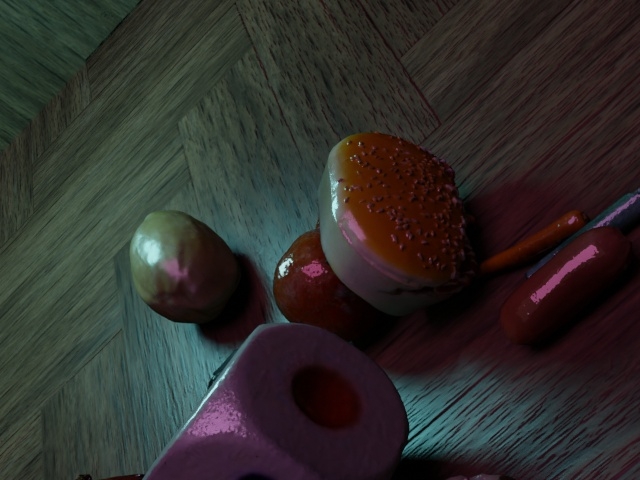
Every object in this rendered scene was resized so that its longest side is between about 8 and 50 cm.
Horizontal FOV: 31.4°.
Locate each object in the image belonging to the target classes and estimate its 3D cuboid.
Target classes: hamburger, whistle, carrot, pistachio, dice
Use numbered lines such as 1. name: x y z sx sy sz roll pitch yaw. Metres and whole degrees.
1. hamburger: 0.106 -0.035 1.595 0.151 0.227 0.295 -45 34 35
2. whistle: 0.342 -0.001 1.439 0.186 0.039 0.039 -40 34 18
3. carrot: 0.275 0.011 1.513 0.190 0.037 0.037 -30 39 34
4. pistachio: -0.244 0.048 2.021 0.181 0.162 0.293 -28 31 -11
5. dice: -0.056 0.267 1.407 0.251 0.243 0.259 -53 4 32

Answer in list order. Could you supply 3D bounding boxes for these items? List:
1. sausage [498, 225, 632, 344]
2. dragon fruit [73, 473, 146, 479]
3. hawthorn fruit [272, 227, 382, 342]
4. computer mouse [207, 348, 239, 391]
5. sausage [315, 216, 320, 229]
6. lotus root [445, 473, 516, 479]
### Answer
1. sausage: 0.301 0.056 1.404 0.194 0.077 0.077 -43 34 15
2. dragon fruit: -0.304 0.456 1.647 0.315 0.250 0.250 -45 30 40
3. hawthorn fruit: 0.017 0.069 1.664 0.173 0.173 0.173 -32 38 29
4. computer mouse: -0.111 0.235 1.751 0.217 0.073 0.122 10 68 56
5. sausage: 0.000 0.000 1.881 0.028 0.025 0.198 1 57 19
6. lotus root: 0.144 0.357 1.268 0.234 0.119 0.138 -30 33 30
